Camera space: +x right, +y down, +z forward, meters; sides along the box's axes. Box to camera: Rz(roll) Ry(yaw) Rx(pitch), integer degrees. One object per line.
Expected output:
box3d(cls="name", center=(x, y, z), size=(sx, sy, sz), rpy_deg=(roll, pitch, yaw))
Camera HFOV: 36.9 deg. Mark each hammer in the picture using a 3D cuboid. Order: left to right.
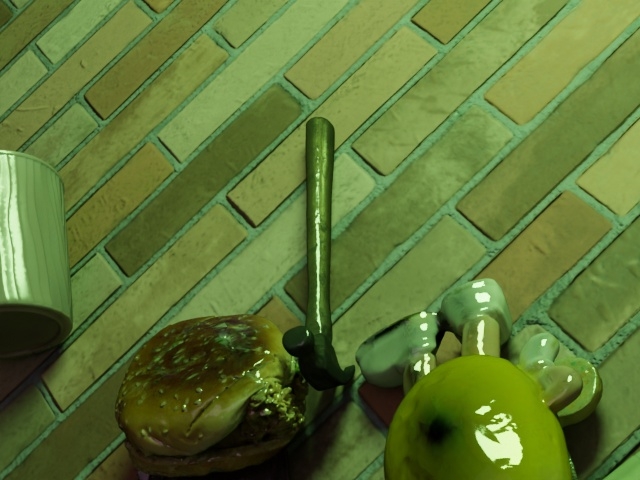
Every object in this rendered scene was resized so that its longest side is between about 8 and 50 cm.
box3d(cls="hammer", center=(0.000, 0.000, 1.321), size=(0.044, 0.168, 0.440), rpy_deg=(-13, 52, 17))

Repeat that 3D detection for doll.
box3d(cls="doll", center=(0.141, 0.214, 1.075), size=(0.348, 0.161, 0.423), rpy_deg=(-24, 34, 45))

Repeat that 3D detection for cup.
box3d(cls="cup", center=(-0.486, 0.008, 1.453), size=(0.208, 0.288, 0.273), rpy_deg=(-3, 61, -18))

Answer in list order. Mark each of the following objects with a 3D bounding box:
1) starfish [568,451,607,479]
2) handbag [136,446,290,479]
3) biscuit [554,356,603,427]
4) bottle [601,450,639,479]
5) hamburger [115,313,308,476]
box3d(cls="starfish", center=(0.272, 0.286, 1.092), size=(0.208, 0.053, 0.176), rpy_deg=(-12, 56, 16))
box3d(cls="handbag", center=(-0.132, 0.368, 1.227), size=(0.203, 0.074, 0.216), rpy_deg=(-17, 58, 16))
box3d(cls="biscuit", center=(0.229, 0.219, 1.135), size=(0.234, 0.030, 0.153), rpy_deg=(-35, 37, 5))
box3d(cls="bottle", center=(0.300, 0.294, 1.005), size=(0.201, 0.072, 0.072), rpy_deg=(-38, 56, -1))
box3d(cls="hamburger", center=(-0.140, 0.197, 1.221), size=(0.243, 0.146, 0.286), rpy_deg=(-31, 30, -24))
